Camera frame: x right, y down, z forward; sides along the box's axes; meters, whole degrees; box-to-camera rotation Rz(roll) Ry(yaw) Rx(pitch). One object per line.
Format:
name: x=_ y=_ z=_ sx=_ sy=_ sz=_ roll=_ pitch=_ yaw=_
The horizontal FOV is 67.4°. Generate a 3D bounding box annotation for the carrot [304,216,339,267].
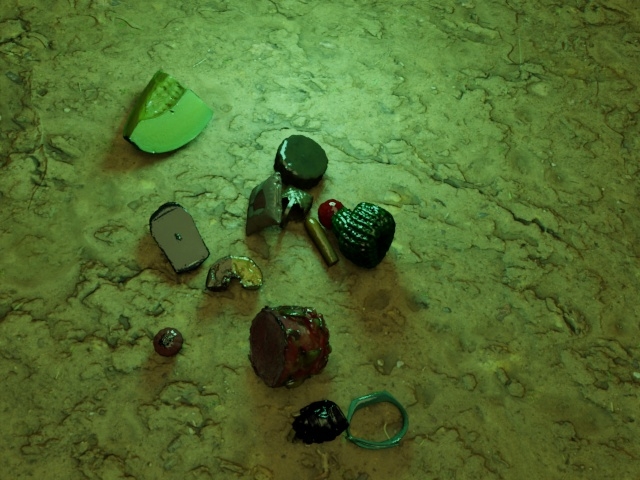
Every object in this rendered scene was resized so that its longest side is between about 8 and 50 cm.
carrot: x=0.000 y=0.000 z=1.955 sx=0.067 sy=0.067 sz=0.225 roll=-26 pitch=75 yaw=-13

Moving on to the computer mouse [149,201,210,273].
computer mouse: x=-0.562 y=-0.010 z=1.905 sx=0.168 sy=0.087 sz=0.295 roll=-29 pitch=87 yaw=-11

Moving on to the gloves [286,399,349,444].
gloves: x=-0.024 y=0.650 z=1.687 sx=0.203 sy=0.124 sz=0.164 roll=-28 pitch=53 yaw=-20

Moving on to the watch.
watch: x=0.196 y=0.651 z=1.728 sx=0.236 sy=0.068 sz=0.195 roll=-11 pitch=73 yaw=-13

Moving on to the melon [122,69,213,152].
melon: x=-0.677 y=-0.527 z=2.027 sx=0.331 sy=0.226 sz=0.344 roll=41 pitch=85 yaw=-2

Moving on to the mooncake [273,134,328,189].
mooncake: x=-0.086 y=-0.324 z=2.027 sx=0.228 sy=0.124 sz=0.228 roll=11 pitch=60 yaw=-19

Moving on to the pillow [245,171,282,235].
pillow: x=-0.224 y=-0.141 z=1.921 sx=0.084 sy=0.236 sz=0.224 roll=16 pitch=70 yaw=-33

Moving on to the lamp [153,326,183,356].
lamp: x=-0.555 y=0.371 z=1.752 sx=0.107 sy=0.092 sz=0.108 roll=2 pitch=68 yaw=-4

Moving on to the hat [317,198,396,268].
hat: x=0.114 y=-0.049 z=1.889 sx=0.332 sy=0.274 sz=0.242 roll=30 pitch=58 yaw=25

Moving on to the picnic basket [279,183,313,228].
picnic basket: x=-0.122 y=-0.128 z=1.957 sx=0.137 sy=0.128 sz=0.179 roll=27 pitch=60 yaw=7

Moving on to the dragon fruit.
dragon fruit: x=-0.077 y=0.374 z=1.714 sx=0.262 sy=0.314 sz=0.296 roll=0 pitch=96 yaw=-34

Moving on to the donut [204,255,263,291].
donut: x=-0.330 y=0.137 z=1.865 sx=0.217 sy=0.085 sz=0.141 roll=2 pitch=69 yaw=-5
